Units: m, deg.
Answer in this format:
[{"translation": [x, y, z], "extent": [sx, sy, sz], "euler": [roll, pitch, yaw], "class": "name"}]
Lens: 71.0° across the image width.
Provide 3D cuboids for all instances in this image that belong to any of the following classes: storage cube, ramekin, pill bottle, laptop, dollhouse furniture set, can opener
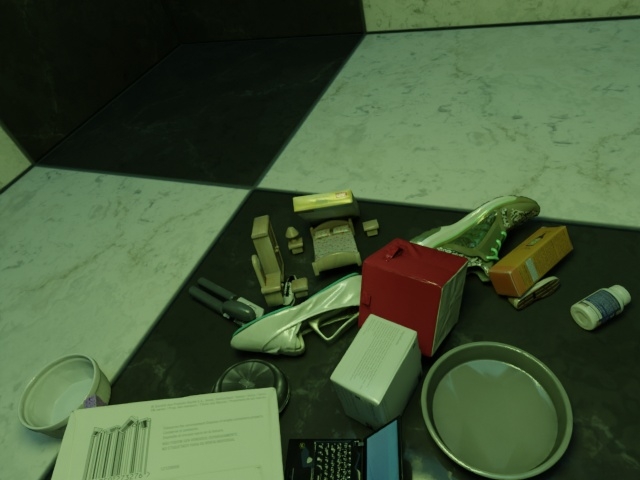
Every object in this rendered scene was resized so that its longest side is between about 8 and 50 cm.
[{"translation": [0.222, 0.127, 1.079], "extent": [0.193, 0.215, 0.183], "euler": [18, 28, 31], "class": "storage cube"}, {"translation": [-0.655, 0.411, 1.175], "extent": [0.207, 0.109, 0.207], "euler": [-9, 45, 9], "class": "ramekin"}, {"translation": [0.654, 0.153, 1.046], "extent": [0.120, 0.067, 0.067], "euler": [-27, 45, -9], "class": "pill bottle"}, {"translation": [0.034, 0.481, 0.869], "extent": [0.264, 0.136, 0.234], "euler": [-5, 45, 12], "class": "laptop"}, {"translation": [0.000, 0.000, 1.273], "extent": [0.355, 0.174, 0.303], "euler": [-14, 28, 4], "class": "dollhouse furniture set"}, {"translation": [-0.282, 0.169, 1.306], "extent": [0.283, 0.095, 0.076], "euler": [21, 55, 33], "class": "can opener"}]

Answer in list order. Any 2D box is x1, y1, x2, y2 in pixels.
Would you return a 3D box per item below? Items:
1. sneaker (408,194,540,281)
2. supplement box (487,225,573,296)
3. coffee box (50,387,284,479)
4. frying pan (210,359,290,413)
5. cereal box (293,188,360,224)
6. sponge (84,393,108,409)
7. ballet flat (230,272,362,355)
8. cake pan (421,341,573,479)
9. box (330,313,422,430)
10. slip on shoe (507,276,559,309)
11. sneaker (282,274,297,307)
[{"translation": [0.429, 0.027, 1.216], "extent": [0.410, 0.158, 0.182], "euler": [-26, 62, -3], "class": "sneaker"}, {"translation": [0.539, 0.049, 1.147], "extent": [0.233, 0.080, 0.078], "euler": [-34, 13, -21], "class": "supplement box"}, {"translation": [-0.228, 0.494, 0.722], "extent": [0.337, 0.334, 0.338], "euler": [-2, 37, -11], "class": "coffee box"}, {"translation": [-0.224, 0.387, 1.064], "extent": [0.326, 0.053, 0.197], "euler": [-25, 38, -29], "class": "frying pan"}, {"translation": [0.026, -0.099, 1.386], "extent": [0.173, 0.240, 0.047], "euler": [-8, 80, 9], "class": "cereal box"}, {"translation": [-0.506, 0.477, 1.057], "extent": [0.031, 0.117, 0.210], "euler": [-26, 45, -11], "class": "sponge"}, {"translation": [-0.035, 0.219, 1.170], "extent": [0.400, 0.139, 0.139], "euler": [-25, 44, -9], "class": "ballet flat"}, {"translation": [0.364, 0.354, 0.949], "extent": [0.293, 0.054, 0.293], "euler": [-9, 45, 9], "class": "cake pan"}, {"translation": [0.131, 0.297, 0.987], "extent": [0.119, 0.181, 0.182], "euler": [17, 54, 31], "class": "box"}, {"translation": [0.535, 0.125, 1.129], "extent": [0.135, 0.051, 0.041], "euler": [-30, 33, -4], "class": "slip on shoe"}, {"translation": [-0.092, 0.147, 1.305], "extent": [0.040, 0.044, 0.109], "euler": [0, 48, 15], "class": "sneaker"}]
